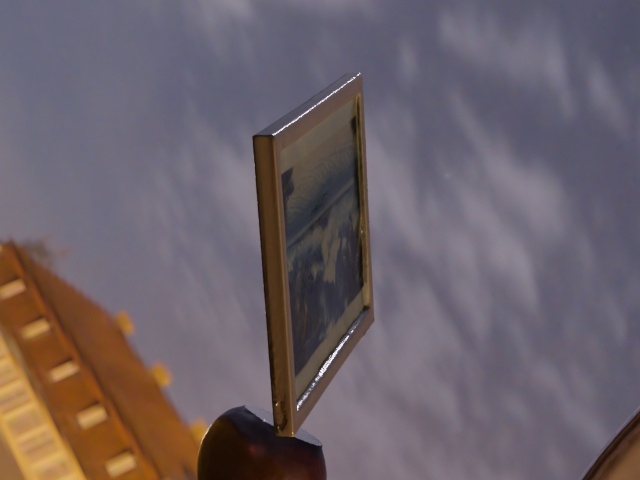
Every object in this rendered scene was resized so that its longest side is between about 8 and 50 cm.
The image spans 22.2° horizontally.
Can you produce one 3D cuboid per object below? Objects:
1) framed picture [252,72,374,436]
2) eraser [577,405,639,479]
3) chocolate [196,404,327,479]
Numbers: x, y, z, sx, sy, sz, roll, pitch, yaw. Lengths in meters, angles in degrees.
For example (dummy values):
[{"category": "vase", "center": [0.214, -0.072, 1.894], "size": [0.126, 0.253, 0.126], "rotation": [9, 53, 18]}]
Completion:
[{"category": "framed picture", "center": [0.000, 0.000, 1.323], "size": [0.315, 0.024, 0.232], "rotation": [-50, 138, -71]}, {"category": "eraser", "center": [0.208, 0.197, 0.952], "size": [0.059, 0.204, 0.243], "rotation": [-29, 126, -77]}, {"category": "chocolate", "center": [-0.079, 0.294, 1.992], "size": [0.176, 0.177, 0.176], "rotation": [56, -19, 30]}]
